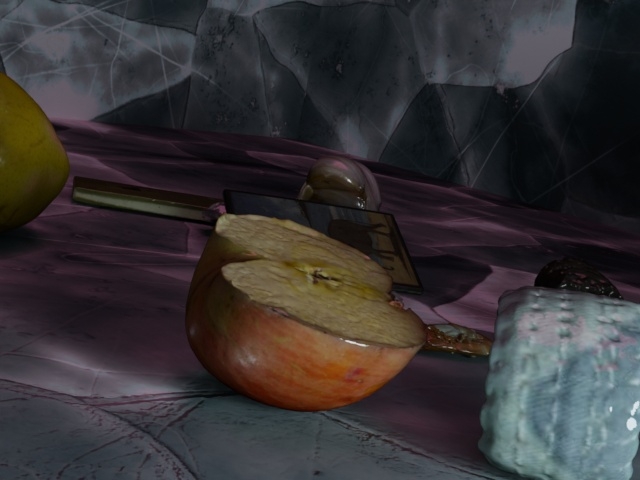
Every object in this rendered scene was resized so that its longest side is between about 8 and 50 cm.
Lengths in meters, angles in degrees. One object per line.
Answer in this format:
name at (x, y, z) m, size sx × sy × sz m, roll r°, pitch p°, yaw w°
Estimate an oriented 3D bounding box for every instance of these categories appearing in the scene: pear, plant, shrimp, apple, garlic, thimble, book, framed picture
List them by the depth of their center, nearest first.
thimble at (0.259, 0.155, 1.228) m, size 0.172 × 0.204 × 0.250 m, roll 8°, pitch 25°, yaw 15°
apple at (-0.032, 0.103, 1.314) m, size 0.251 × 0.163 × 0.293 m, roll 19°, pitch 21°, yaw -14°
shrimp at (0.181, 0.143, 1.672) m, size 0.184 × 0.043 × 0.091 m, roll 6°, pitch 14°, yaw -31°
pear at (-0.551, -0.135, 1.802) m, size 0.285 × 0.284 × 0.336 m, roll 12°, pitch -5°, yaw 5°
plant at (0.407, 0.117, 1.806) m, size 0.143 × 0.131 × 0.203 m, roll 15°, pitch 19°, yaw -8°
framed picture at (0.000, 0.000, 2.101) m, size 0.347 × 0.016 × 0.265 m, roll 8°, pitch 31°, yaw -15°
book at (-0.339, -0.085, 2.405) m, size 0.352 × 0.035 × 0.239 m, roll 8°, pitch 9°, yaw -13°
garlic at (0.025, -0.058, 2.438) m, size 0.207 × 0.207 × 0.256 m, roll 10°, pitch 45°, yaw -8°

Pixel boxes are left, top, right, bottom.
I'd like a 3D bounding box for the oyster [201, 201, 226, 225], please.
oyster at (-0.100, -0.033, 2.219) m, size 0.252 × 0.087 × 0.199 m, roll 6°, pitch 15°, yaw -12°
